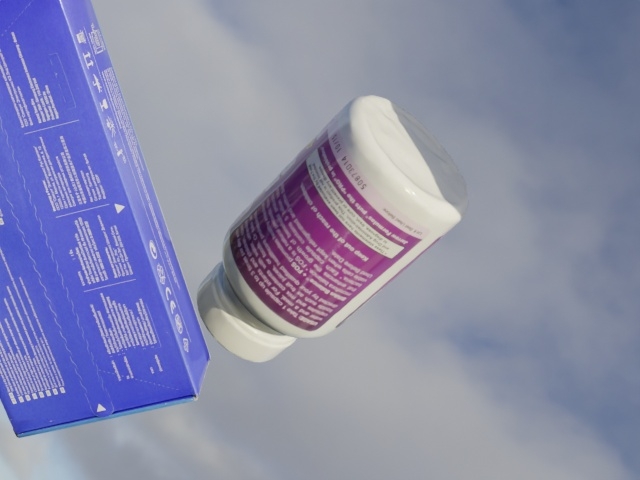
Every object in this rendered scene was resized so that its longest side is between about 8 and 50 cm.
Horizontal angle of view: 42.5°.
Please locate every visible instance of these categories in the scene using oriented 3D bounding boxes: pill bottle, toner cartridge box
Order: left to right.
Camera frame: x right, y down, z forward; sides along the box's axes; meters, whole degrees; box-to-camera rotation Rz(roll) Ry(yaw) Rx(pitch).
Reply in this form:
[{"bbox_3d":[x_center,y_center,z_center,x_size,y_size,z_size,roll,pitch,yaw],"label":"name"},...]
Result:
[{"bbox_3d":[-0.218,-0.021,0.657,0.075,0.165,0.348,-84,161,-69],"label":"toner cartridge box"},{"bbox_3d":[0.000,0.000,0.892,0.301,0.169,0.169,-43,-100,28],"label":"pill bottle"}]
